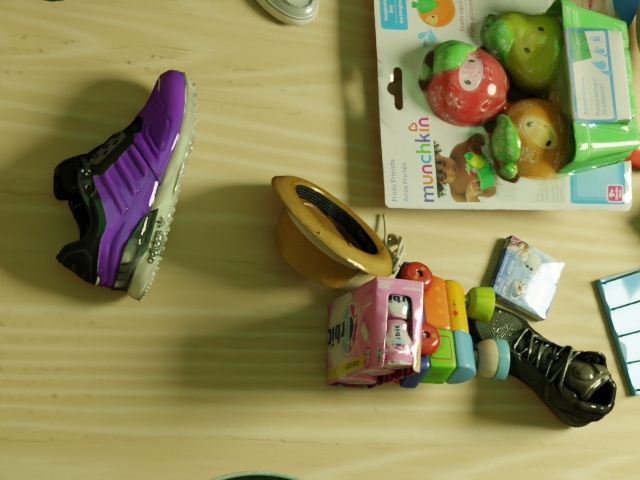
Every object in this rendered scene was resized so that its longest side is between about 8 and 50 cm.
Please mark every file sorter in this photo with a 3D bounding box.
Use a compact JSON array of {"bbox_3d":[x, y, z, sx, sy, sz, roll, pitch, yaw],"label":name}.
[{"bbox_3d":[0.483,0.115,1.511,0.118,0.104,0.170,-12,80,-22],"label":"file sorter"}]

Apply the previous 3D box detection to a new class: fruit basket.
[{"bbox_3d":[0.253,-0.202,1.479,0.353,0.165,0.327,2,76,-16],"label":"fruit basket"}]

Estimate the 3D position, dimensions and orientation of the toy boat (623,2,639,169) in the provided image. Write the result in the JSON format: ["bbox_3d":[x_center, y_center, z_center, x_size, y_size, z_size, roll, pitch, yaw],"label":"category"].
[{"bbox_3d":[0.539,-0.238,1.562,0.148,0.267,0.318,10,113,-22],"label":"toy boat"}]

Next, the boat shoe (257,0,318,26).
[{"bbox_3d":[-0.072,-0.394,1.453,0.079,0.081,0.227,-32,88,-23],"label":"boat shoe"}]

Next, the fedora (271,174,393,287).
[{"bbox_3d":[0.000,0.000,1.363,0.194,0.194,0.079,36,106,-8],"label":"fedora"}]

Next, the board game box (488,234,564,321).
[{"bbox_3d":[0.284,0.052,1.501,0.090,0.020,0.090,28,69,-13],"label":"board game box"}]

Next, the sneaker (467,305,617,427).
[{"bbox_3d":[0.295,0.153,1.422,0.227,0.130,0.087,41,67,0],"label":"sneaker"}]

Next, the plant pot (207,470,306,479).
[{"bbox_3d":[-0.094,0.402,1.183,0.293,0.196,0.293,4,76,-18],"label":"plant pot"}]

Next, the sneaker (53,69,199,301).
[{"bbox_3d":[-0.241,-0.086,1.305,0.146,0.102,0.293,16,72,-14],"label":"sneaker"}]

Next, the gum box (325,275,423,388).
[{"bbox_3d":[0.065,0.114,1.315,0.062,0.188,0.107,7,74,-16],"label":"gum box"}]

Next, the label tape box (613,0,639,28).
[{"bbox_3d":[0.441,-0.519,1.587,0.333,0.106,0.240,48,56,-20],"label":"label tape box"}]

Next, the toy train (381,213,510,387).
[{"bbox_3d":[0.159,0.070,1.400,0.143,0.105,0.248,6,55,-13],"label":"toy train"}]
